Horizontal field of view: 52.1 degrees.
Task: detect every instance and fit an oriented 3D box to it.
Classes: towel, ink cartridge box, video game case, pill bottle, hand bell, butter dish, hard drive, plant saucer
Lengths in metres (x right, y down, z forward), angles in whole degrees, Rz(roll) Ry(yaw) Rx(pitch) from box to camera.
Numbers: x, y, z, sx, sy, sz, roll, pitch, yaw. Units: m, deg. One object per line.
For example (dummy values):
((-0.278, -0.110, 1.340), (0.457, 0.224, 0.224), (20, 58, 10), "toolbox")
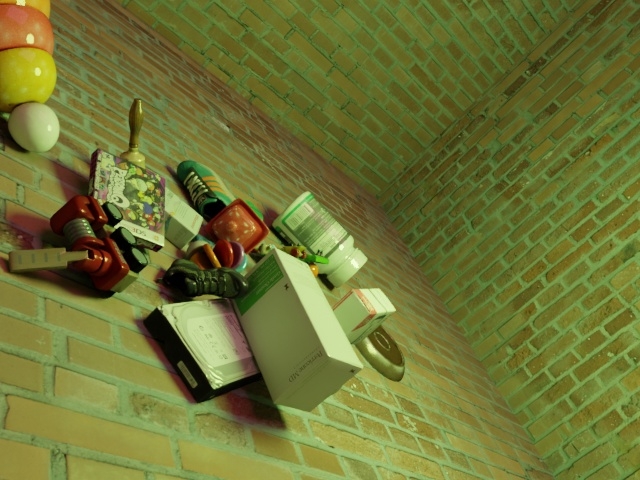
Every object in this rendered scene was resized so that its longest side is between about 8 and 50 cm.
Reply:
((-0.332, 0.022, 1.973), (0.119, 0.029, 0.067), (36, 6, -33), "towel")
((-0.435, -0.073, 1.882), (0.175, 0.072, 0.127), (41, 18, -17), "ink cartridge box")
((-0.501, -0.104, 1.699), (0.210, 0.041, 0.232), (26, 45, -39), "video game case")
((0.000, 0.000, 2.559), (0.361, 0.204, 0.204), (47, 16, -1), "pill bottle")
((-0.512, -0.271, 1.802), (0.126, 0.242, 0.126), (12, 25, -6), "hand bell")
((-0.267, -0.037, 2.027), (0.160, 0.160, 0.118), (49, -1, 7), "butter dish")
((-0.251, 0.252, 1.599), (0.237, 0.064, 0.339), (52, 16, 16), "hard drive")
((0.219, 0.390, 2.464), (0.310, 0.050, 0.311), (42, 18, -17), "plant saucer")
((0.101, 0.217, 1.842), (0.092, 0.158, 0.218), (51, 17, 17), "ink cartridge box")

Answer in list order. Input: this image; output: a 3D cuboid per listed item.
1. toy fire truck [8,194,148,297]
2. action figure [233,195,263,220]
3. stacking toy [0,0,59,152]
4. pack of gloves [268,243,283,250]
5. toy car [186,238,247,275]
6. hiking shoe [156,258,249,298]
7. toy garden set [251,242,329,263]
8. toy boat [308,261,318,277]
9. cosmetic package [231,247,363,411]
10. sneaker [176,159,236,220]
((-0.527, 0.006, 1.390), (0.217, 0.158, 0.246), (55, 8, 25), "toy fire truck")
((-0.269, -0.105, 2.389), (0.137, 0.063, 0.232), (51, 10, 19), "action figure")
((-0.782, -0.439, 1.623), (0.480, 0.350, 0.350), (67, 20, 7), "stacking toy")
((-0.097, 0.103, 2.359), (0.232, 0.046, 0.195), (39, 17, -23), "pack of gloves")
((-0.278, 0.057, 1.852), (0.182, 0.136, 0.159), (20, 31, -57), "toy car")
((-0.297, 0.117, 1.667), (0.226, 0.086, 0.114), (10, 25, 12), "hiking shoe")
((-0.118, 0.032, 2.156), (0.244, 0.049, 0.203), (7, -5, 24), "toy garden set")
((-0.070, 0.129, 2.172), (0.231, 0.151, 0.151), (36, 19, -32), "toy boat")
((-0.071, 0.223, 1.661), (0.155, 0.197, 0.366), (30, 22, -46), "cosmetic package")
((-0.376, -0.153, 2.157), (0.302, 0.108, 0.121), (44, 21, 9), "sneaker")
